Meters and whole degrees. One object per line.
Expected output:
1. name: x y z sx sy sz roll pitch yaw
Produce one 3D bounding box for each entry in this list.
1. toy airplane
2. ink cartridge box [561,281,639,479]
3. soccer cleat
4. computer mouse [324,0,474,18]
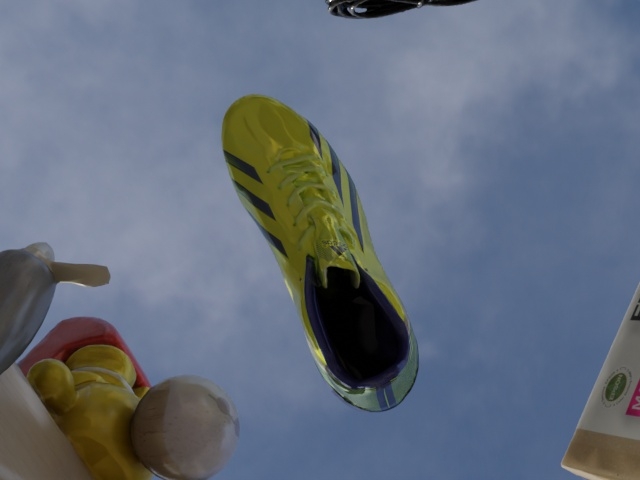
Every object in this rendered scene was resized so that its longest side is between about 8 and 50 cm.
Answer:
1. toy airplane: -0.192 0.192 1.042 0.272 0.386 0.384 -23 -111 7
2. ink cartridge box: 0.283 0.075 0.884 0.088 0.193 0.235 30 -103 -19
3. soccer cleat: 0.001 0.000 1.069 0.093 0.121 0.289 -24 -103 -4
4. computer mouse: 0.103 -0.299 1.147 0.188 0.272 0.072 -11 -134 -12
